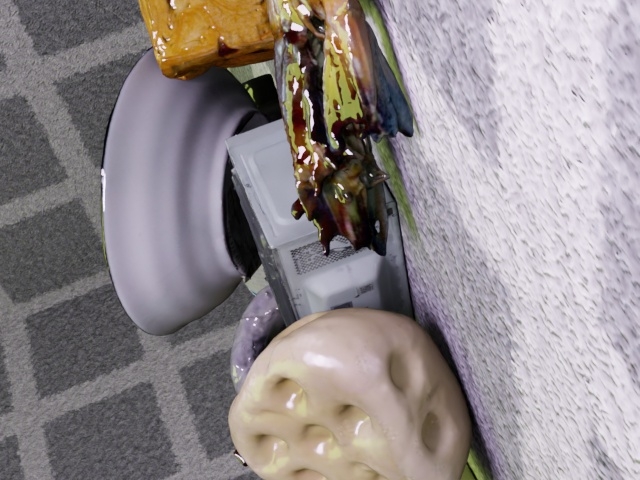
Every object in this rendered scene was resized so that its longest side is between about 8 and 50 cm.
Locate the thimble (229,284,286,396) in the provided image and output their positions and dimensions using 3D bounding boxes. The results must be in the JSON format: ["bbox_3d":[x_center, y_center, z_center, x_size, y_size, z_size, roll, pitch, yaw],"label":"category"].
[{"bbox_3d":[-0.020,0.184,1.502,0.157,0.217,0.245,88,176,-63],"label":"thimble"}]

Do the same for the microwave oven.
[{"bbox_3d":[0.000,0.000,0.977,0.208,0.123,0.162,75,173,-52],"label":"microwave oven"}]

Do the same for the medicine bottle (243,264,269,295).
[{"bbox_3d":[-0.066,0.008,1.596,0.258,0.144,0.143,75,171,-48],"label":"medicine bottle"}]

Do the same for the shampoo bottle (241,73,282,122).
[{"bbox_3d":[-0.037,-0.082,1.260,0.080,0.079,0.246,-138,27,-75],"label":"shampoo bottle"}]

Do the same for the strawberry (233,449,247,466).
[{"bbox_3d":[0.024,0.178,1.201,0.233,0.234,0.178,65,148,33],"label":"strawberry"}]

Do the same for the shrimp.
[{"bbox_3d":[0.013,-0.118,0.723,0.178,0.075,0.289,-145,47,-76],"label":"shrimp"}]

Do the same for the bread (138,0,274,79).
[{"bbox_3d":[-0.100,-0.232,0.940,0.143,0.149,0.158,-168,56,-80],"label":"bread"}]

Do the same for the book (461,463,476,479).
[{"bbox_3d":[0.167,0.327,1.119,0.202,0.027,0.264,-119,9,-52],"label":"book"}]

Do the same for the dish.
[{"bbox_3d":[-0.109,-0.052,1.075,0.316,0.106,0.316,4,-90,-73],"label":"dish"}]

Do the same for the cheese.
[{"bbox_3d":[0.024,0.157,0.920,0.117,0.218,0.235,-52,-40,-45],"label":"cheese"}]
